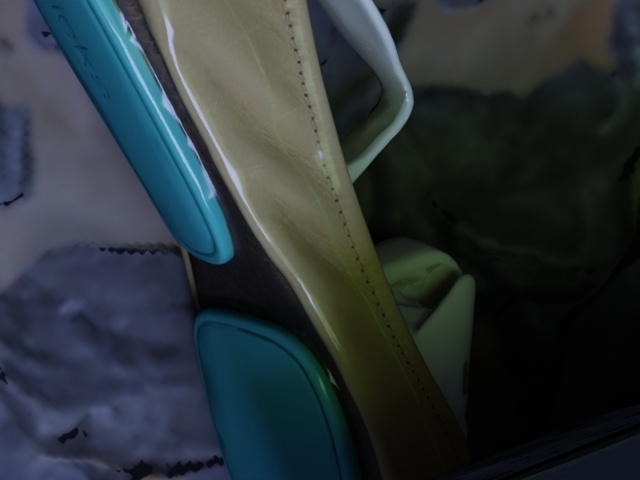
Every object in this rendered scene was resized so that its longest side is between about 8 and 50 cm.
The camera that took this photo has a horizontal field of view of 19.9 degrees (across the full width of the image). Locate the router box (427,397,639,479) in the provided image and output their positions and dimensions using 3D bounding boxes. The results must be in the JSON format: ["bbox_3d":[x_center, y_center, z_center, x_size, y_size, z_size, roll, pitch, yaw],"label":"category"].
[{"bbox_3d":[0.165,0.132,0.419,0.309,0.081,0.242,-17,85,-30],"label":"router box"}]

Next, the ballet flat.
[{"bbox_3d":[0.000,0.000,0.428,0.073,0.080,0.232,-31,117,-21],"label":"ballet flat"}]
